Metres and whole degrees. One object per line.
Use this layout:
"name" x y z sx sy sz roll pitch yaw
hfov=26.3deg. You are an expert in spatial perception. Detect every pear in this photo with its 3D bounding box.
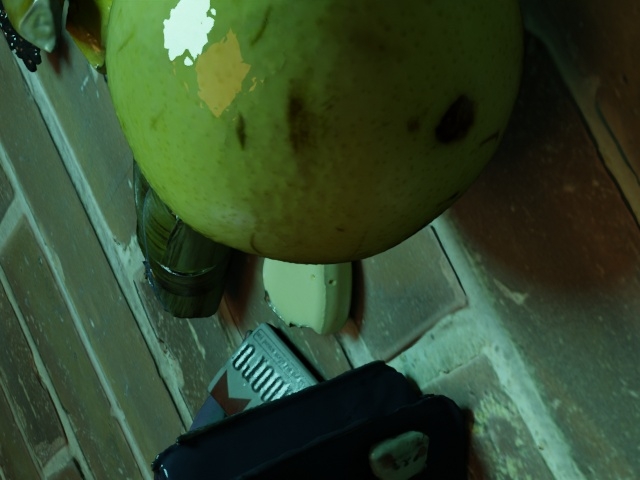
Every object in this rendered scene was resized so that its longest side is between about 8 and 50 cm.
"pear" -0.005 -0.150 1.110 0.348 0.348 0.348 34 134 45

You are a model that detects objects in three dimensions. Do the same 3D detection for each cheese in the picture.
"cheese" 0.000 0.000 1.460 0.127 0.050 0.255 51 144 29

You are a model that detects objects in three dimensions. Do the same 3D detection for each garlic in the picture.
"garlic" -0.337 -0.346 1.647 0.143 0.112 0.318 116 150 -46

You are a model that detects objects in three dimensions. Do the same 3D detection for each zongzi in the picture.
"zongzi" -0.187 -0.043 1.682 0.242 0.112 0.221 57 148 35

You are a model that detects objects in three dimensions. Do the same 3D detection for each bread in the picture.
"bread" -0.231 -0.299 1.612 0.094 0.102 0.245 54 148 14

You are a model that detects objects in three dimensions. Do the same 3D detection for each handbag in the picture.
"handbag" 0.009 0.318 1.382 0.122 0.303 0.329 23 126 55

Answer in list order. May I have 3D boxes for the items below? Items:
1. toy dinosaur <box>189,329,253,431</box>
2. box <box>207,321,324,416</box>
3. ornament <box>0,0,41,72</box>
"toy dinosaur" -0.171 0.341 1.651 0.129 0.331 0.383 -1 106 57
"box" -0.046 0.194 1.600 0.115 0.036 0.177 -51 55 9
"ornament" -0.448 -0.365 1.928 0.251 0.106 0.260 12 126 63
